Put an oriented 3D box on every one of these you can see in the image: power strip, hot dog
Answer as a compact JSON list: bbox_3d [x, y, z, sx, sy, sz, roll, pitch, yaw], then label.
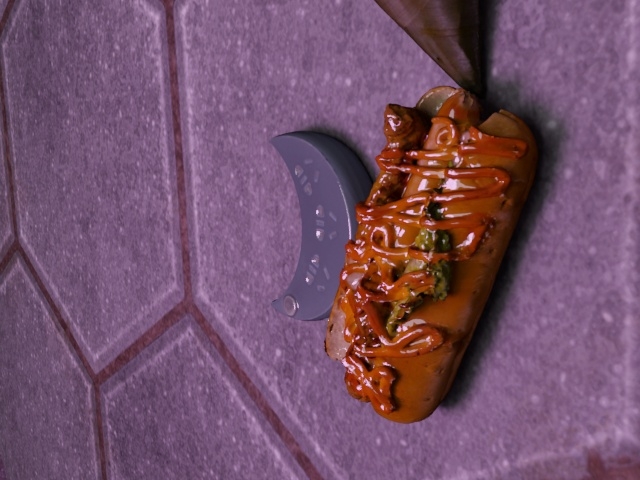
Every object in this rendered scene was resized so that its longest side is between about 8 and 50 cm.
[{"bbox_3d":[0.000,0.000,0.935,0.167,0.054,0.253,9,103,51],"label":"power strip"},{"bbox_3d":[0.088,0.022,0.779,0.158,0.117,0.349,42,127,37],"label":"hot dog"}]

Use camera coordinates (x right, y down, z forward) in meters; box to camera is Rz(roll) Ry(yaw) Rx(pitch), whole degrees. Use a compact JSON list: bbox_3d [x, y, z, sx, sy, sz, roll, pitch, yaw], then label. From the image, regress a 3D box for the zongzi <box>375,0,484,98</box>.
[{"bbox_3d":[0.043,-0.330,0.784,0.323,0.160,0.360,49,164,59],"label":"zongzi"}]
